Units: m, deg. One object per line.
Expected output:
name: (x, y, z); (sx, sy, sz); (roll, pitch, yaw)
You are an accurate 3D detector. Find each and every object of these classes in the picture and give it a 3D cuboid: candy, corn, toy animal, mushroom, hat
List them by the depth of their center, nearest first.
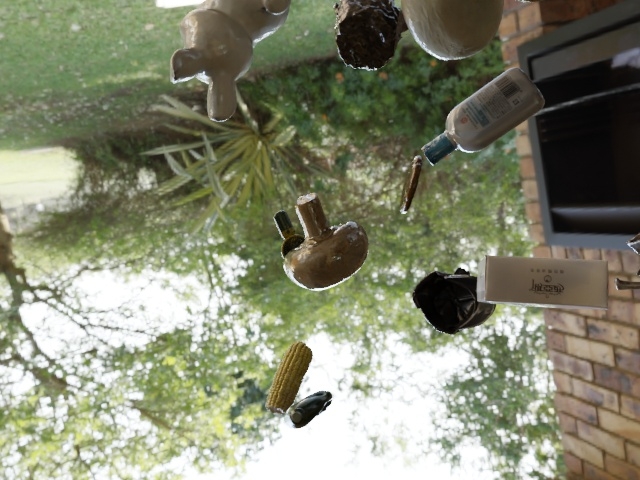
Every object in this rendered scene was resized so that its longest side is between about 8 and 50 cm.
mushroom: (0.000, 0.000, 1.358); (0.207, 0.215, 0.207); (-23, -172, 3)
toy animal: (-0.212, -0.471, 1.393); (0.196, 0.368, 0.241); (39, 164, -34)
candy: (0.326, -0.588, 1.449); (0.295, 0.296, 0.185); (-13, -169, -22)
corn: (-0.099, 0.436, 1.897); (0.093, 0.093, 0.244); (-6, -136, 37)
hat: (0.530, 0.216, 2.187); (0.208, 0.238, 0.336); (-4, 175, -42)

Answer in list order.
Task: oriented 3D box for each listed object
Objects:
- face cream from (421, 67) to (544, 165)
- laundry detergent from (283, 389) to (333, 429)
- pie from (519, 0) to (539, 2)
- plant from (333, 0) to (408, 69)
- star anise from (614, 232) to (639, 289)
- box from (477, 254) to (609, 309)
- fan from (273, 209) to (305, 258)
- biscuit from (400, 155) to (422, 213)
face cream: (0.433, -0.326, 1.639); (0.336, 0.163, 0.080); (-35, 143, 16)
laundry detergent: (-0.033, 0.423, 1.488); (0.137, 0.063, 0.211); (-31, 166, 1)
pie: (0.725, -0.863, 1.836); (0.339, 0.083, 0.339); (-10, 163, -3)
plant: (0.130, -0.566, 1.557); (0.203, 0.178, 0.234); (9, -130, 9)
star anise: (0.589, 0.006, 0.939); (0.262, 0.081, 0.230); (-45, -148, 13)
box: (0.530, 0.103, 1.453); (0.274, 0.116, 0.203); (3, 175, 11)
fan: (-0.080, -0.008, 1.591); (0.082, 0.155, 0.039); (-24, -178, -7)
biscuit: (0.318, -0.197, 2.115); (0.036, 0.212, 0.212); (16, -172, 2)
